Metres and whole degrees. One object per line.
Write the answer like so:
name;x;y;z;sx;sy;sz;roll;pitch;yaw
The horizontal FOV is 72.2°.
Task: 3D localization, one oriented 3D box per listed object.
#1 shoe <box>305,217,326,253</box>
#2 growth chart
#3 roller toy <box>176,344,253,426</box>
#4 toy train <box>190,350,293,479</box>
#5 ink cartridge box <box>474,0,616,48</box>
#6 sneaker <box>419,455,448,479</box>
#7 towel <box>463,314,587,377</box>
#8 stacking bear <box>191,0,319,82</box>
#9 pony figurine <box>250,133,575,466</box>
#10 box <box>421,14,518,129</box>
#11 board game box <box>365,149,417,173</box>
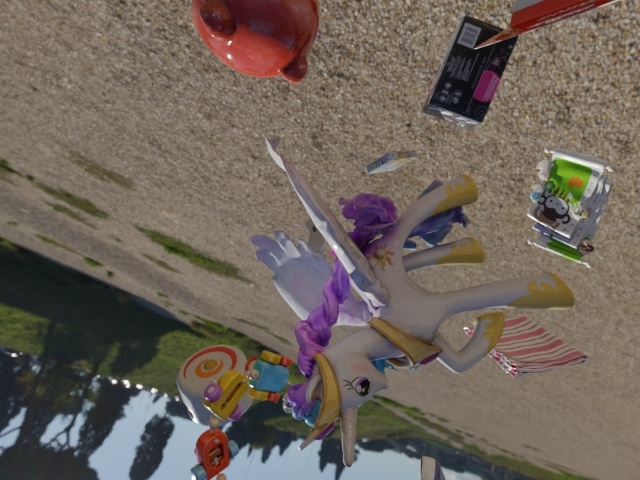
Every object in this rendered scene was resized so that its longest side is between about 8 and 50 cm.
shoe;0.000;0.000;1.456;0.063;0.178;0.081;-29;126;10
growth chart;0.532;-0.077;0.951;0.021;0.237;0.172;-8;-159;-36
roller toy;-0.282;0.383;1.183;0.191;0.209;0.146;-1;118;17
toy train;-0.099;0.206;0.541;0.046;0.166;0.125;11;116;40
ink cartridge box;0.502;-0.505;0.808;0.308;0.385;0.091;9;132;57
sneaker;0.337;0.631;0.960;0.236;0.323;0.130;-2;-169;15
towel;0.393;0.197;0.864;0.144;0.029;0.197;-9;-165;-7
stacking bear;-0.052;-0.288;0.408;0.164;0.289;0.175;-9;162;39
pony figurine;0.072;0.046;0.572;0.351;0.363;0.303;58;160;25
box;0.411;-0.464;1.238;0.163;0.247;0.142;22;-174;2
board game box;0.227;-0.251;1.397;0.103;0.026;0.154;-25;174;43
